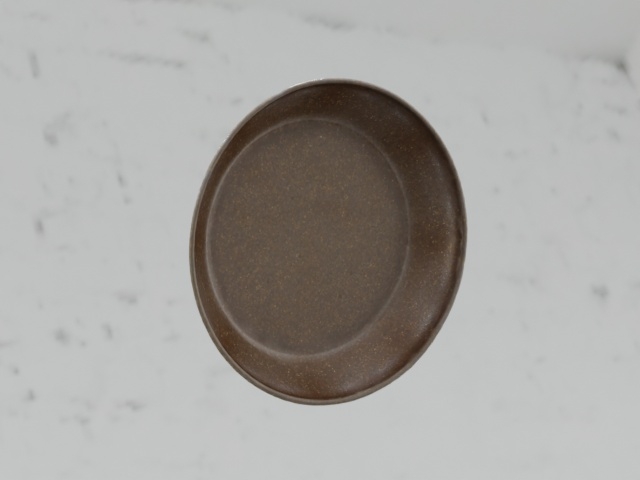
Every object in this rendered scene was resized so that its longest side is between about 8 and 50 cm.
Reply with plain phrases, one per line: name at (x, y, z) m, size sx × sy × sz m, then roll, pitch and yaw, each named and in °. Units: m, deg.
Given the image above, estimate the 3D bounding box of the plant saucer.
plant saucer at (0.000, 0.000, 1.135) m, size 0.198 × 0.036 × 0.199 m, roll -4°, pitch -82°, yaw -33°
